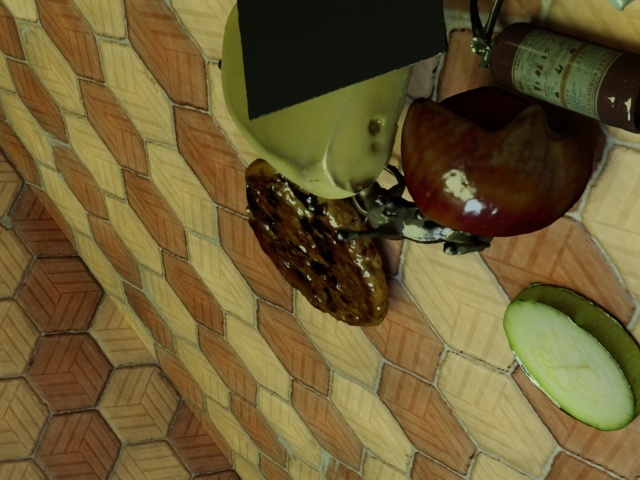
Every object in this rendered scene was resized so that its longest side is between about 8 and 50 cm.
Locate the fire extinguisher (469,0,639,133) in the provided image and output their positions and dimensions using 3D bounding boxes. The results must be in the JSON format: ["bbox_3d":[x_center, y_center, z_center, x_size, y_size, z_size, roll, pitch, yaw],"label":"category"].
[{"bbox_3d":[0.235,-0.187,0.958,0.231,0.071,0.099,32,119,39],"label":"fire extinguisher"}]

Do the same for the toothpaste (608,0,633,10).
[{"bbox_3d":[0.194,-0.315,0.880,0.268,0.047,0.069,52,173,8],"label":"toothpaste"}]

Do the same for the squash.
[{"bbox_3d":[0.330,0.153,1.252,0.219,0.041,0.219,43,157,24],"label":"squash"}]

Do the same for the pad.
[{"bbox_3d":[0.011,-0.264,1.076,0.300,0.005,0.202,-12,80,43],"label":"pad"}]

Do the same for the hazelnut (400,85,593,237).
[{"bbox_3d":[0.189,-0.085,1.033,0.170,0.202,0.160,-136,45,-74],"label":"hazelnut"}]

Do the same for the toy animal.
[{"bbox_3d":[0.113,-0.028,1.209,0.243,0.260,0.087,22,103,18],"label":"toy animal"}]

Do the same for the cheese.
[{"bbox_3d":[-0.023,-0.210,1.190,0.316,0.128,0.259,36,109,46],"label":"cheese"}]

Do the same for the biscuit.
[{"bbox_3d":[-0.003,-0.001,1.555,0.289,0.081,0.334,20,143,48],"label":"biscuit"}]
